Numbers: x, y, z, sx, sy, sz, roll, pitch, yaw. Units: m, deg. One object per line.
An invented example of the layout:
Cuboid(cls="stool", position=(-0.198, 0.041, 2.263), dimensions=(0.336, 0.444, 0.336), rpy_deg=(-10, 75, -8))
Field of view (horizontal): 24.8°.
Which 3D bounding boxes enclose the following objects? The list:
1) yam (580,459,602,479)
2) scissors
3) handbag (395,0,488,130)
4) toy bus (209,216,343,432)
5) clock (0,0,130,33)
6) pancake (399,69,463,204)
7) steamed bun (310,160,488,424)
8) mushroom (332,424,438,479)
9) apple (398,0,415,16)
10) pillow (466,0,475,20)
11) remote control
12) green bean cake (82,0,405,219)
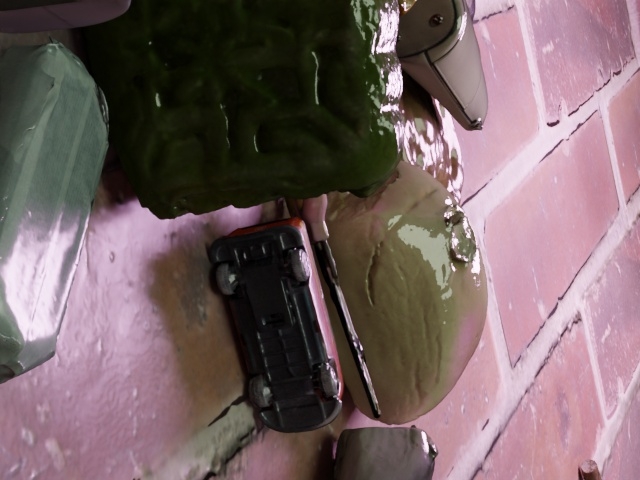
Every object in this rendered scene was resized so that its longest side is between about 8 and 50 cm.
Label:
Cuboid(cls="yam", position=(0.423, 0.393, 2.206), dimensions=(0.032, 0.032, 0.145), rpy_deg=(-68, 142, -52))
Cuboid(cls="scissors", position=(0.000, 0.000, 1.242), dimensions=(0.160, 0.024, 0.317), rpy_deg=(146, -75, -82))
Cuboid(cls="handbag", position=(0.118, -0.248, 1.649), dimensions=(0.315, 0.109, 0.241), rpy_deg=(37, 34, -72))
Cuboid(cls="toy bus", position=(-0.029, 0.067, 1.199), dimensions=(0.077, 0.079, 0.174), rpy_deg=(-61, 138, -70))
Cuboid(cls="clock", position=(-0.188, -0.261, 0.811), dimensions=(0.189, 0.189, 0.254), rpy_deg=(24, 60, -64))
Cuboid(cls="pancake", position=(0.117, -0.114, 1.657), dimensions=(0.236, 0.042, 0.222), rpy_deg=(49, 35, -55))
Cuboid(cls="steamed bun", position=(0.086, 0.047, 1.376), dimensions=(0.238, 0.153, 0.170), rpy_deg=(70, 25, -18))
Cuboid(cls="mushroom", position=(0.031, 0.233, 1.255), dimensions=(0.278, 0.099, 0.096), rpy_deg=(-42, 114, -60))
Cuboid(cls="apple", position=(0.034, -0.290, 1.393), dimensions=(0.158, 0.156, 0.147), rpy_deg=(107, -21, -75))
Cuboid(cls="pillow", position=(0.166, -0.315, 1.842), dimensions=(0.150, 0.048, 0.090), rpy_deg=(9, 70, -69))
Cuboid(cls="remote control", position=(-0.182, -0.023, 0.896), dimensions=(0.104, 0.052, 0.247), rpy_deg=(59, 28, -44))
Cuboid(cls="green bean cake", position=(-0.050, -0.138, 1.034), dimensions=(0.125, 0.222, 0.248), rpy_deg=(-37, 118, -69))
